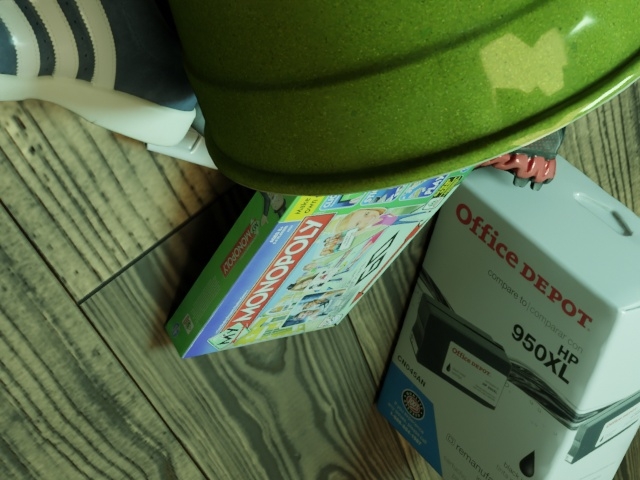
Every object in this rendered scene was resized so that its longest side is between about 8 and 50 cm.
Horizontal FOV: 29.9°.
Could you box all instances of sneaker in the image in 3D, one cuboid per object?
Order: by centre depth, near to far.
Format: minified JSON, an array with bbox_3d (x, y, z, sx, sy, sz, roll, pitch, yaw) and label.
[{"bbox_3d":[-0.203,-0.175,0.840,0.350,0.131,0.148,9,111,-56],"label":"sneaker"},{"bbox_3d":[0.175,-0.138,1.286,0.276,0.097,0.135,6,113,-45],"label":"sneaker"}]

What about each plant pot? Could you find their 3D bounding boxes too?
[{"bbox_3d":[0.022,-0.277,0.769,0.366,0.366,0.353,-34,120,-17],"label":"plant pot"}]

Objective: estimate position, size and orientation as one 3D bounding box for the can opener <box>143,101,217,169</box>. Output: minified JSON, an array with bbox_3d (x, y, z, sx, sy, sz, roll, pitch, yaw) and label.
[{"bbox_3d":[-0.054,-0.084,1.112,0.280,0.093,0.074,12,115,-56],"label":"can opener"}]

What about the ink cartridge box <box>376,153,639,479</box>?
[{"bbox_3d":[0.253,0.131,1.467,0.166,0.285,0.395,-16,134,-36],"label":"ink cartridge box"}]

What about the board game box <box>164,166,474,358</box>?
[{"bbox_3d":[0.000,0.000,1.193,0.213,0.046,0.317,-10,150,-39],"label":"board game box"}]
